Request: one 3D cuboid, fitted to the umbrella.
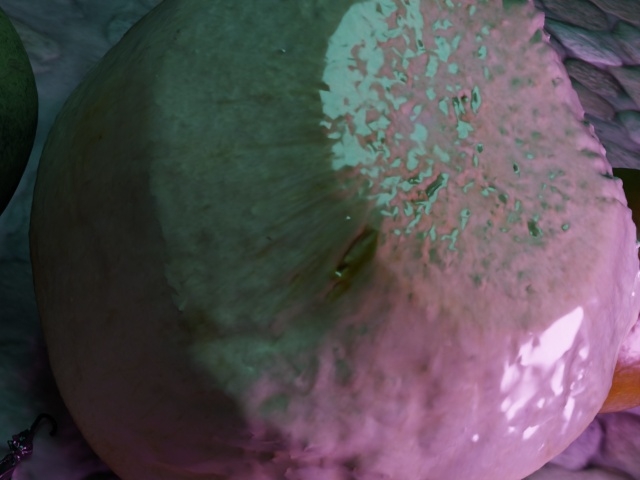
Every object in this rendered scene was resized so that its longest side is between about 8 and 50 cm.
[{"bbox_3d":[-0.199,0.144,0.992,0.022,0.013,0.122,47,31,-7],"label":"umbrella"}]

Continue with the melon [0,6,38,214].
[{"bbox_3d":[-0.316,-0.068,0.994,0.248,0.249,0.329,34,27,13],"label":"melon"}]

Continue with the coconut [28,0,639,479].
[{"bbox_3d":[0.000,0.000,1.017,0.344,0.415,0.415,-9,46,-27],"label":"coconut"}]

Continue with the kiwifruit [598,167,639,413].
[{"bbox_3d":[0.237,0.039,1.273,0.234,0.196,0.196,-7,45,-46],"label":"kiwifruit"}]
